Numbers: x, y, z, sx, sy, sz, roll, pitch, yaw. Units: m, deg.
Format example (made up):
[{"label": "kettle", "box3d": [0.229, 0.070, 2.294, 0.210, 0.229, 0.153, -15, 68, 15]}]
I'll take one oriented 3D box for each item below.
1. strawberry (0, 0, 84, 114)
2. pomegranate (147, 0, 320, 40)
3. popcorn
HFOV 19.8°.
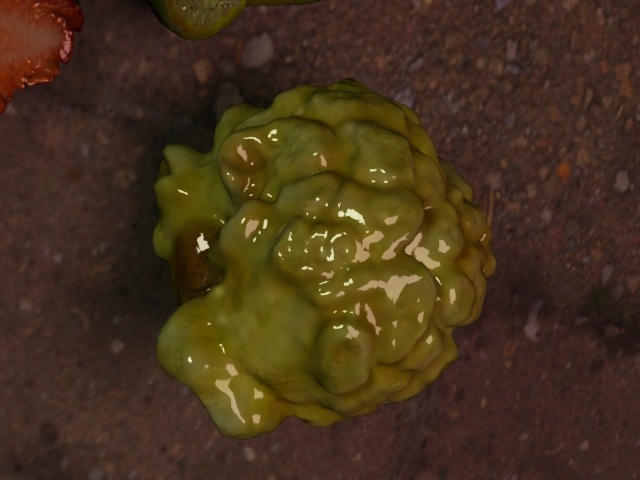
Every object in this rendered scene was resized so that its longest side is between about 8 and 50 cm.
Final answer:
[{"label": "strawberry", "box3d": [-0.200, -0.117, 1.030, 0.152, 0.048, 0.104, -1, 100, -55]}, {"label": "pomegranate", "box3d": [-0.038, -0.201, 1.077, 0.169, 0.122, 0.143, -26, 136, 11]}, {"label": "popcorn", "box3d": [-0.010, 0.007, 1.130, 0.217, 0.235, 0.181, -39, 141, -1]}]
